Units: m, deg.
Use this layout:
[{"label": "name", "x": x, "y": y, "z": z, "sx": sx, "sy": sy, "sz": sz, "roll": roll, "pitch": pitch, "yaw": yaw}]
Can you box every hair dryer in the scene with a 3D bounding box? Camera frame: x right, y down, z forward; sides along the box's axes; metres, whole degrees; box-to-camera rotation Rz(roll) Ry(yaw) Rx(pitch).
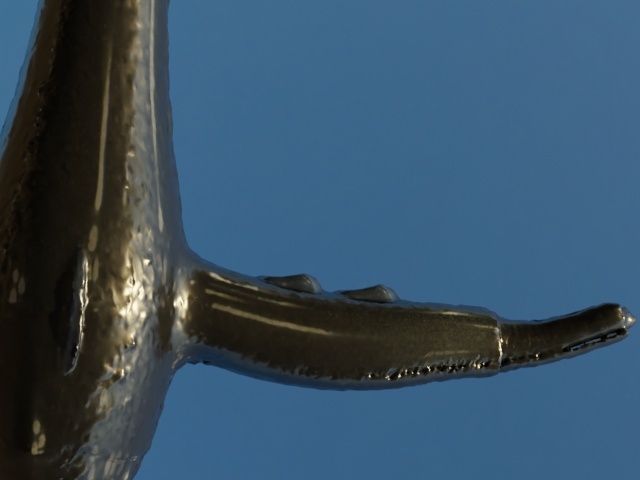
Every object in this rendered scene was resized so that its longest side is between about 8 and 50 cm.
[{"label": "hair dryer", "x": 0.000, "y": 0.000, "z": 0.423, "sx": 0.219, "sy": 0.075, "sz": 0.195, "roll": 8, "pitch": -90, "yaw": -13}]
